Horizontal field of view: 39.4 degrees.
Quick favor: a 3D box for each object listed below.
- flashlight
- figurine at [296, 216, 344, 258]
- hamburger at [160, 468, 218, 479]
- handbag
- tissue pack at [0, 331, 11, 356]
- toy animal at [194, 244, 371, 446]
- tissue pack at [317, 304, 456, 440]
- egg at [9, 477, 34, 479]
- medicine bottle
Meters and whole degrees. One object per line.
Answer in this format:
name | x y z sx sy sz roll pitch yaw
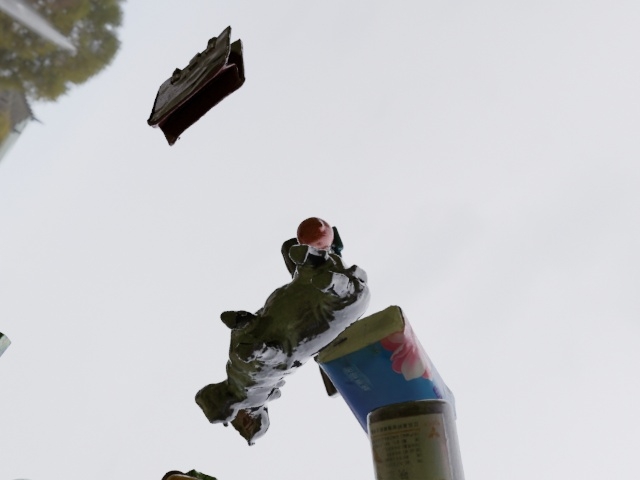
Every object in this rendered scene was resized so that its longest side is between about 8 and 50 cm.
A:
flashlight | -0.003 0.180 2.188 0.103 0.103 0.424 -37 -118 33
figurine | 0.000 0.000 1.659 0.075 0.140 0.068 -20 -111 4
hamburger | -0.190 0.439 1.421 0.087 0.166 0.137 106 5 -50
handbag | -0.291 -0.374 2.127 0.260 0.084 0.275 -38 -153 17
tissue pack | -0.808 0.254 2.119 0.085 0.079 0.111 24 -118 19
toy animal | -0.070 0.149 1.224 0.343 0.168 0.106 -53 -129 23
tissue pack | 0.138 0.295 1.864 0.209 0.269 0.137 -24 -156 16
egg | -0.476 0.438 1.398 0.131 0.131 0.164 -59 -160 -2
medicine bottle | 0.179 0.433 1.613 0.165 0.165 0.273 -25 -116 45
